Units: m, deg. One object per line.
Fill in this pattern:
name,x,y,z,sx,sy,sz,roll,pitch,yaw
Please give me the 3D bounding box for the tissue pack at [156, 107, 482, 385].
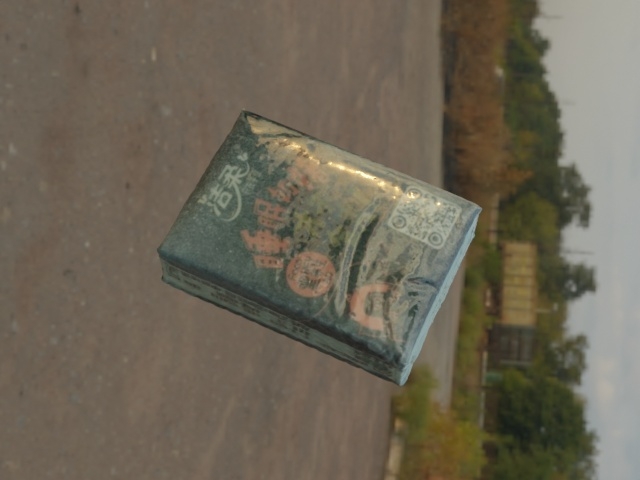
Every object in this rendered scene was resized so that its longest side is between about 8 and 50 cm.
tissue pack,0.000,0.000,1.226,0.228,0.315,0.103,-61,167,-27
